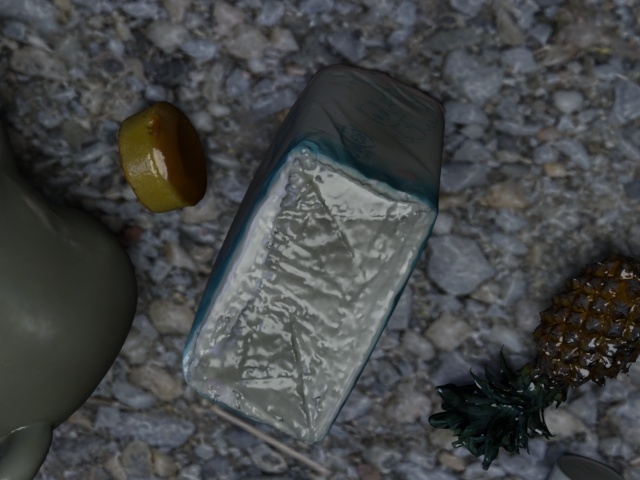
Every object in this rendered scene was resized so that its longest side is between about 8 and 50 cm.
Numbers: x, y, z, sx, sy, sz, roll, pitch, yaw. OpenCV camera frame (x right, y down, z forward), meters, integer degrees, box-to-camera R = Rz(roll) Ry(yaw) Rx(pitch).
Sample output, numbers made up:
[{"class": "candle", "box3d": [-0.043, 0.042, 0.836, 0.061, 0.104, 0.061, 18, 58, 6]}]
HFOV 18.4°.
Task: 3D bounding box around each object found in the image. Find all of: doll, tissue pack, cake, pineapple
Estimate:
[{"class": "doll", "box3d": [-0.292, 0.000, 1.453, 0.215, 0.226, 0.370, -24, 109, 24]}, {"class": "tissue pack", "box3d": [0.001, -0.002, 1.399, 0.124, 0.271, 0.201, 29, 108, -4]}, {"class": "cake", "box3d": [-0.117, -0.063, 1.491, 0.044, 0.084, 0.084, -16, 106, 17]}, {"class": "pineapple", "box3d": [0.183, 0.087, 1.506, 0.221, 0.103, 0.083, -43, 66, 17]}]

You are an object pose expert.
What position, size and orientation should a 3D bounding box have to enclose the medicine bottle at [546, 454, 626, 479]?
[{"class": "medicine bottle", "box3d": [0.184, 0.265, 1.576, 0.119, 0.069, 0.183, 21, 107, 1]}]
